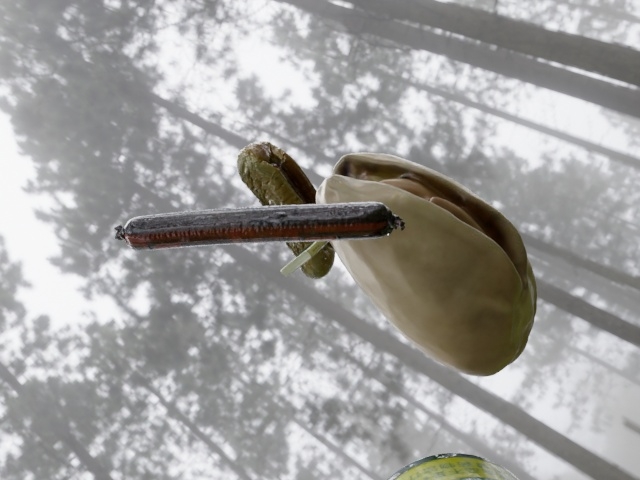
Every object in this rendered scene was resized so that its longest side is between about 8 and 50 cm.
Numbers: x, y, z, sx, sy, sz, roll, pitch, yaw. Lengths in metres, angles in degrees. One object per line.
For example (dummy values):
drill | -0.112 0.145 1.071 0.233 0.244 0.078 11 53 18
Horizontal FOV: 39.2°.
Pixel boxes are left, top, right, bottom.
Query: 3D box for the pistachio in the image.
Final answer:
pistachio | 0.129 0.023 1.069 0.214 0.318 0.193 -48 1 44

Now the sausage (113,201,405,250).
sausage | -0.043 -0.008 0.574 0.028 0.198 0.025 50 -139 -63

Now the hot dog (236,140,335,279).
hot dog | -0.040 -0.052 1.411 0.242 0.073 0.084 58 -141 -11

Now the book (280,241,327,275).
book | 0.000 0.001 1.177 0.014 0.077 0.111 49 -127 -3

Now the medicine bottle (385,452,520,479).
medicine bottle | 0.107 0.231 0.510 0.141 0.293 0.141 -1 -84 -6
